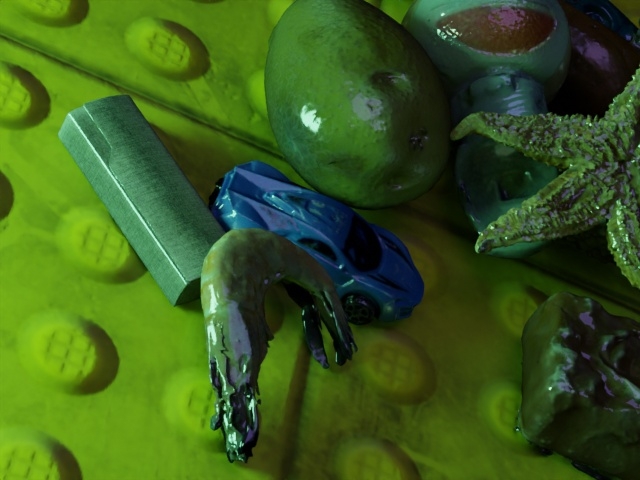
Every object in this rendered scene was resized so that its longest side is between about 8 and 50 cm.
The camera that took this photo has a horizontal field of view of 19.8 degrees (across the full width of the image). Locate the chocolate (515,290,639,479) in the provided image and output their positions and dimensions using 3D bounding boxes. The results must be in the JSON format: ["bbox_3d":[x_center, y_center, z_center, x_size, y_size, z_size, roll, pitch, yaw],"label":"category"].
[{"bbox_3d":[0.287,0.145,1.684,0.214,0.093,0.148,21,45,-13],"label":"chocolate"}]

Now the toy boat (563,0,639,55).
[{"bbox_3d":[0.258,-0.281,2.066,0.299,0.092,0.134,37,46,4],"label":"toy boat"}]

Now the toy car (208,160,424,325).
[{"bbox_3d":[0.000,0.000,1.666,0.216,0.063,0.103,26,42,-7],"label":"toy car"}]

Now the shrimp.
[{"bbox_3d":[-0.039,0.095,1.556,0.152,0.046,0.219,22,55,-32],"label":"shrimp"}]

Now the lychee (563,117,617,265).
[{"bbox_3d":[0.327,-0.055,1.835,0.197,0.165,0.165,-12,48,8],"label":"lychee"}]

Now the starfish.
[{"bbox_3d":[0.272,-0.047,1.721,0.302,0.060,0.299,0,79,-6],"label":"starfish"}]

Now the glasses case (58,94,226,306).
[{"bbox_3d":[-0.149,-0.038,1.625,0.071,0.047,0.205,-17,62,-39],"label":"glasses case"}]

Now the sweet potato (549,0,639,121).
[{"bbox_3d":[0.293,-0.171,1.966,0.359,0.112,0.112,48,43,3],"label":"sweet potato"}]

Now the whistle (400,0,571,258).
[{"bbox_3d":[0.175,-0.144,1.822,0.189,0.189,0.347,9,52,-24],"label":"whistle"}]

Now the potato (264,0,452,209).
[{"bbox_3d":[0.027,-0.141,1.748,0.174,0.159,0.251,33,23,-46],"label":"potato"}]
